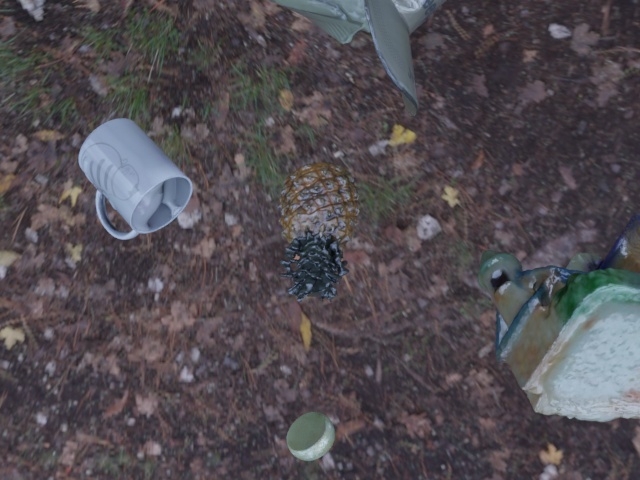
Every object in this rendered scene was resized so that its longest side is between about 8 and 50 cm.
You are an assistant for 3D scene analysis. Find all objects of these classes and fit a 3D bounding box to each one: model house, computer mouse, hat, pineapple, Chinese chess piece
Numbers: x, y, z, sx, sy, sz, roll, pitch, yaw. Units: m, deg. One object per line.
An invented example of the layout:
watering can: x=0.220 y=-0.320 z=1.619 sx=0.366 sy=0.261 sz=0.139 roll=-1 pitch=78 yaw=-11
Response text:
model house: x=0.400 y=0.088 z=1.365 sx=0.312 sy=0.280 sz=0.245 roll=11 pitch=122 yaw=-19
computer mouse: x=0.003 y=-0.470 z=1.546 sx=0.145 sy=0.429 sz=0.228 roll=19 pitch=105 yaw=-31
hat: x=0.134 y=-0.304 z=1.256 sx=0.149 sy=0.214 sz=0.245 roll=-25 pitch=72 yaw=10
pineapple: x=0.000 y=0.000 z=1.706 sx=0.157 sy=0.279 sz=0.158 roll=0 pitch=145 yaw=0
Chinese chess piece: x=-0.016 y=0.325 z=1.570 sx=0.084 sy=0.084 sz=0.034 roll=-34 pitch=123 yaw=3

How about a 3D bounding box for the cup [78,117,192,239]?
cup: x=-0.260 y=-0.074 z=1.264 sx=0.136 sy=0.099 sz=0.133 roll=-45 pitch=68 yaw=3
